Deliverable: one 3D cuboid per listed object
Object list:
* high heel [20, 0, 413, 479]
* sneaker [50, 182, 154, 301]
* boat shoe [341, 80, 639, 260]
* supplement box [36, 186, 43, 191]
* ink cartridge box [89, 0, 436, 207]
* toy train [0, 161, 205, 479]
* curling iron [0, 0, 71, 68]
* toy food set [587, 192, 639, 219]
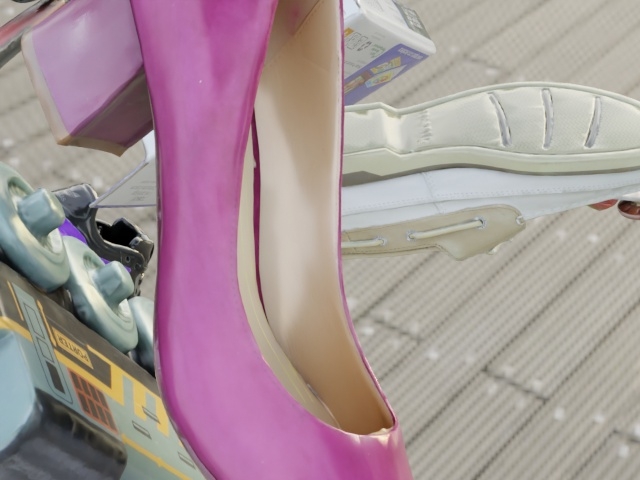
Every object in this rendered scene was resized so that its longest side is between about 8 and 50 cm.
[{"bbox_3d":[0.000,0.000,0.731,0.377,0.181,0.127,60,22,7],"label":"high heel"},{"bbox_3d":[-0.240,0.055,1.716,0.146,0.293,0.102,-37,41,-16],"label":"sneaker"},{"bbox_3d":[0.111,-0.046,1.146,0.302,0.103,0.113,-2,35,11],"label":"boat shoe"},{"bbox_3d":[-0.331,-0.007,1.878,0.056,0.083,0.083,33,86,26],"label":"supplement box"},{"bbox_3d":[-0.057,-0.139,1.479,0.307,0.072,0.303,-31,-6,14],"label":"ink cartridge box"},{"bbox_3d":[-0.147,0.096,0.841,0.142,0.334,0.190,-30,56,6],"label":"toy train"},{"bbox_3d":[-0.238,-0.109,0.950,0.035,0.068,0.274,-2,40,44],"label":"curling iron"},{"bbox_3d":[0.367,-0.075,1.830,0.128,0.071,0.218,2,32,21],"label":"toy food set"}]
